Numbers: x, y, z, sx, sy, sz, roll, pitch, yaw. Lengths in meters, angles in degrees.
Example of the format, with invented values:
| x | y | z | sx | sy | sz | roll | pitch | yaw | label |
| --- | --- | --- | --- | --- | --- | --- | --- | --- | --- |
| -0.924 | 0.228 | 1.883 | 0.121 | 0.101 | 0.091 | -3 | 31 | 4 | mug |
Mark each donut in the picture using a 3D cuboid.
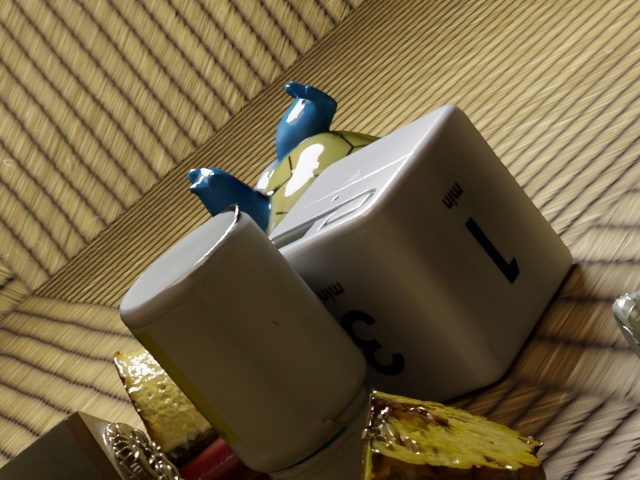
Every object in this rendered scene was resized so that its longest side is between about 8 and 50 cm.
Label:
| x | y | z | sx | sy | sz | roll | pitch | yaw | label |
| --- | --- | --- | --- | --- | --- | --- | --- | --- | --- |
| -0.146 | 0.164 | 1.801 | 0.085 | 0.141 | 0.217 | -25 | -6 | -6 | donut |

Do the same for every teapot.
| x | y | z | sx | sy | sz | roll | pitch | yaw | label |
| --- | --- | --- | --- | --- | --- | --- | --- | --- | --- |
| 0.260 | 0.060 | 1.335 | 0.064 | 0.064 | 0.083 | -32 | -18 | -1 | teapot |

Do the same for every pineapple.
| x | y | z | sx | sy | sz | roll | pitch | yaw | label |
| --- | --- | --- | --- | --- | --- | --- | --- | --- | --- |
| 0.087 | 0.201 | 1.278 | 0.250 | 0.140 | 0.164 | 104 | 175 | -87 | pineapple |

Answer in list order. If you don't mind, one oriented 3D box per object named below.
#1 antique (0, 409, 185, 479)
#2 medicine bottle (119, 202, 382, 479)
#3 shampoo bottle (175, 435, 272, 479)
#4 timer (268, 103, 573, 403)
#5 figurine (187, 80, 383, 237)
| x | y | z | sx | sy | sz | roll | pitch | yaw | label |
| --- | --- | --- | --- | --- | --- | --- | --- | --- | --- |
| -0.197 | 0.250 | 1.609 | 0.148 | 0.152 | 0.147 | -39 | -20 | 3 | antique |
| -0.042 | 0.111 | 1.525 | 0.143 | 0.258 | 0.143 | -38 | 13 | 11 | medicine bottle |
| -0.153 | 0.268 | 1.725 | 0.260 | 0.064 | 0.102 | -36 | 11 | 16 | shampoo bottle |
| 0.080 | 0.025 | 1.620 | 0.192 | 0.195 | 0.194 | -26 | 19 | 44 | timer |
| 0.013 | -0.035 | 1.963 | 0.416 | 0.298 | 0.243 | -56 | -13 | -57 | figurine |
